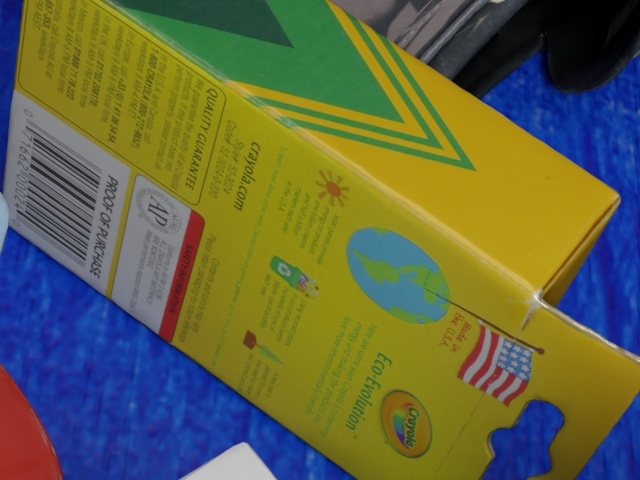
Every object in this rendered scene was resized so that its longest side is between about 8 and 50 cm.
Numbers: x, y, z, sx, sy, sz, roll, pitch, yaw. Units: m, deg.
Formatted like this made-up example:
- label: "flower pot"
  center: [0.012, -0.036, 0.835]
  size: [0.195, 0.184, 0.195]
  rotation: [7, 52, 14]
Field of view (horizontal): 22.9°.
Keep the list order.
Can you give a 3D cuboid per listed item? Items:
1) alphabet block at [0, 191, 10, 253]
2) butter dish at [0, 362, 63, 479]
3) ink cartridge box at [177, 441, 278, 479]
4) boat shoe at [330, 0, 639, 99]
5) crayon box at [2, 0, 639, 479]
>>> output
- label: "alphabet block"
  center: [-0.258, 0.035, 0.541]
  size: [0.197, 0.192, 0.193]
  rotation: [17, 1, 32]
- label: "butter dish"
  center: [-0.165, 0.101, 0.669]
  size: [0.118, 0.160, 0.160]
  rotation: [-4, 47, -49]
- label: "ink cartridge box"
  center: [-0.033, 0.258, 0.535]
  size: [0.198, 0.197, 0.270]
  rotation: [-29, 65, -32]
- label: "boat shoe"
  center: [0.151, -0.173, 0.931]
  size: [0.500, 0.187, 0.156]
  rotation: [-31, 72, -27]
- label: "crayon box"
  center: [0.000, 0.000, 0.740]
  size: [0.318, 0.202, 0.081]
  rotation: [36, 53, 11]
